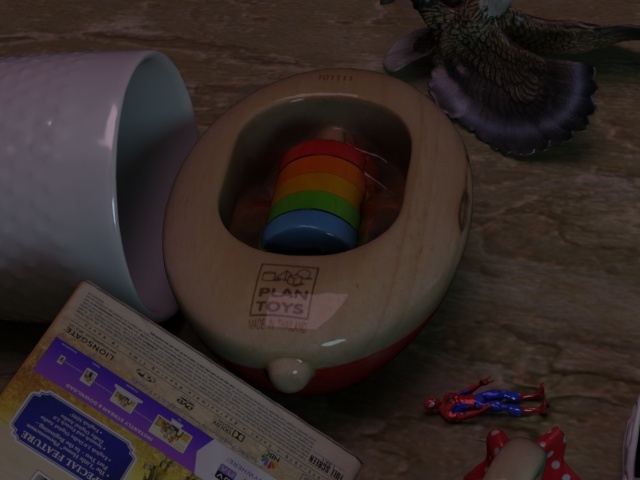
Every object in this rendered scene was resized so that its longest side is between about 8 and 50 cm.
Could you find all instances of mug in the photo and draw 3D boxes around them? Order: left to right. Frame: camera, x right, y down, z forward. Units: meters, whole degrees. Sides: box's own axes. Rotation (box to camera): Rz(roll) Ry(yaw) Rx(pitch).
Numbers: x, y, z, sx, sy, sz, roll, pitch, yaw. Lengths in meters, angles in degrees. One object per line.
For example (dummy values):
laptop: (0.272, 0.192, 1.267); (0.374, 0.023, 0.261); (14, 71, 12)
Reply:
mug: (-0.305, -0.060, 1.790); (0.328, 0.276, 0.374); (-1, 10, 14)

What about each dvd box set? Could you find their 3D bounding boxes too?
dvd box set: (-0.172, 0.261, 1.404); (0.307, 0.062, 0.420); (33, 47, -4)

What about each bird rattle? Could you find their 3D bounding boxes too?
bird rattle: (0.145, 0.245, 1.391); (0.143, 0.207, 0.253); (33, 62, 16)

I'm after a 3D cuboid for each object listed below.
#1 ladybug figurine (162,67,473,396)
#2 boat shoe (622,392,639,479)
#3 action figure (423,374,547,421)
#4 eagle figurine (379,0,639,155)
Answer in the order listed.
ladybug figurine: (0.000, 0.000, 1.714); (0.305, 0.162, 0.449); (5, 41, 11)
boat shoe: (0.295, 0.226, 1.462); (0.095, 0.084, 0.258); (-5, 40, 3)
action figure: (0.155, 0.152, 1.618); (0.115, 0.030, 0.038); (-6, 45, 5)
eagle figurine: (0.214, -0.235, 1.977); (0.298, 0.225, 0.226); (37, 97, 6)
